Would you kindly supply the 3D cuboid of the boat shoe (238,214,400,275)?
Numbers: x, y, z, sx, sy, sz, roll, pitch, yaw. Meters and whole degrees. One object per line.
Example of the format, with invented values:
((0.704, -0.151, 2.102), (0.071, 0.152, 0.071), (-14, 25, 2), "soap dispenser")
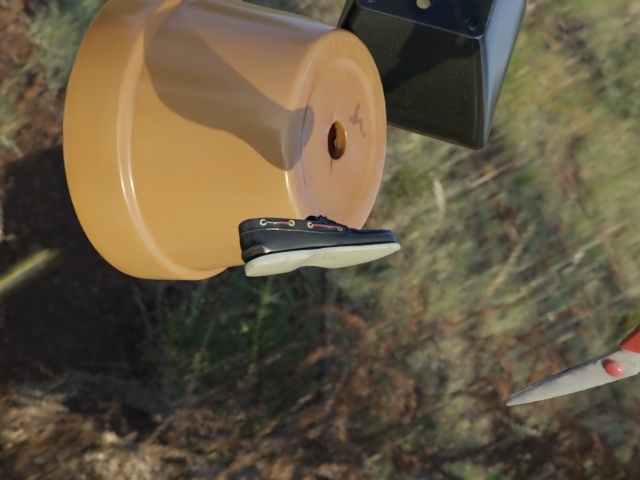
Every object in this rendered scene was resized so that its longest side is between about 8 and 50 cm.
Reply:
((0.001, -0.001, 0.941), (0.133, 0.049, 0.042), (-3, 71, -30), "boat shoe")

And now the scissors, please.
((0.238, 0.095, 0.942), (0.109, 0.297, 0.021), (39, 53, 5), "scissors")

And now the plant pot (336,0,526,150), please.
((0.108, -0.229, 1.272), (0.167, 0.188, 0.188), (93, 15, -68), "plant pot")

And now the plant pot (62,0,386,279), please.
((-0.070, -0.099, 1.182), (0.291, 0.204, 0.290), (-17, 110, -59), "plant pot")
